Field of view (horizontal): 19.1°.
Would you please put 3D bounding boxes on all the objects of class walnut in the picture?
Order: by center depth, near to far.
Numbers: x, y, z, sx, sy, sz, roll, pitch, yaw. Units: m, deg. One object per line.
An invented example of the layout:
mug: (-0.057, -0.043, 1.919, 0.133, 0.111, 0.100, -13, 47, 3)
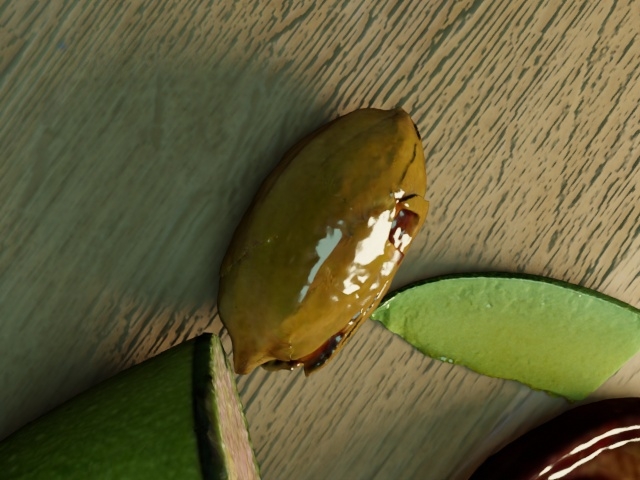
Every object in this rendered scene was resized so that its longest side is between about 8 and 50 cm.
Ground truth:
walnut: (0.000, 0.000, 1.483, 0.137, 0.137, 0.245, 39, 85, -15)

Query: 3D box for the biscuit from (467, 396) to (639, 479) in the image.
biscuit: (0.268, 0.332, 1.564, 0.407, 0.091, 0.407, 1, 86, -20)

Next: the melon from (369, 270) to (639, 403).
melon: (0.148, 0.075, 1.577, 0.262, 0.053, 0.114, 8, 114, -10)

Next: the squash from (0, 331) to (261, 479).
squash: (-0.193, 0.246, 1.415, 0.309, 0.310, 0.310, -12, 101, 3)
